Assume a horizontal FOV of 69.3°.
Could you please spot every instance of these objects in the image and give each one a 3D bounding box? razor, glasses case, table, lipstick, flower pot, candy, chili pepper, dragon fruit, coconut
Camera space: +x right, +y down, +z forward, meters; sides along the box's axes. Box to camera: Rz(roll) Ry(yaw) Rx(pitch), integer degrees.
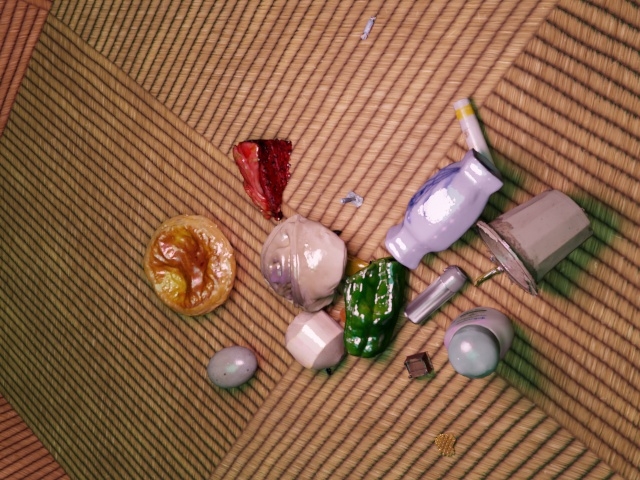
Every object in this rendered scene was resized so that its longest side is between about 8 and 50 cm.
[{"bbox_3d":[0.101,-0.148,1.682,0.068,0.135,0.040,34,111,17],"label":"razor"},{"bbox_3d":[0.078,0.081,1.751,0.234,0.064,0.079,21,125,22],"label":"glasses case"},{"bbox_3d":[0.349,0.451,1.665,0.083,0.082,0.070,-21,86,24],"label":"table"},{"bbox_3d":[0.510,-0.337,1.531,0.059,0.059,0.264,-21,86,23],"label":"lipstick"},{"bbox_3d":[0.649,-0.012,1.409,0.259,0.290,0.290,-38,80,6],"label":"flower pot"},{"bbox_3d":[0.169,-0.761,1.655,0.030,0.020,0.083,27,104,15],"label":"candy"},{"bbox_3d":[0.189,0.237,1.638,0.213,0.167,0.385,9,98,-18],"label":"chili pepper"},{"bbox_3d":[-0.263,-0.229,1.773,0.228,0.286,0.329,8,107,18],"label":"dragon fruit"},{"bbox_3d":[-0.011,0.377,1.733,0.241,0.241,0.241,2,96,23],"label":"coconut"}]

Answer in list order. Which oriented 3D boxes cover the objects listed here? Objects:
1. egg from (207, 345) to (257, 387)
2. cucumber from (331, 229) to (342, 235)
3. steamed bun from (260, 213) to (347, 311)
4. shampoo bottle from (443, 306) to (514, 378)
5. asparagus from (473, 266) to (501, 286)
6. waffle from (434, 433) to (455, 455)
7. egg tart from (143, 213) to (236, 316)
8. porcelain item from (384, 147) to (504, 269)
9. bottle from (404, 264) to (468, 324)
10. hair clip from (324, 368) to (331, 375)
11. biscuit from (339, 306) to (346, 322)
[{"bbox_3d":[-0.367,0.527,1.931,0.236,0.169,0.169,-18,88,23],"label":"egg"},{"bbox_3d":[0.000,0.000,1.797,0.184,0.033,0.036,-29,63,21],"label":"cucumber"},{"bbox_3d":[-0.081,0.101,1.667,0.352,0.247,0.339,32,135,26],"label":"steamed bun"},{"bbox_3d":[0.487,0.317,1.447,0.222,0.349,0.151,-16,90,24],"label":"shampoo bottle"},{"bbox_3d":[0.562,0.124,1.572,0.108,0.025,0.021,-38,101,21],"label":"asparagus"},{"bbox_3d":[0.456,0.744,1.685,0.078,0.016,0.085,-10,91,28],"label":"waffle"},{"bbox_3d":[-0.529,0.100,1.955,0.443,0.178,0.443,2,96,21],"label":"egg tart"},{"bbox_3d":[0.391,-0.100,1.503,0.178,0.242,0.405,38,119,-4],"label":"porcelain item"},{"bbox_3d":[0.401,0.187,1.623,0.253,0.079,0.096,-47,39,21],"label":"bottle"},{"bbox_3d":[-0.048,0.458,1.860,0.229,0.039,0.070,24,105,21],"label":"hair clip"},{"bbox_3d":[0.116,0.279,1.784,0.091,0.015,0.078,-17,87,23],"label":"biscuit"}]
